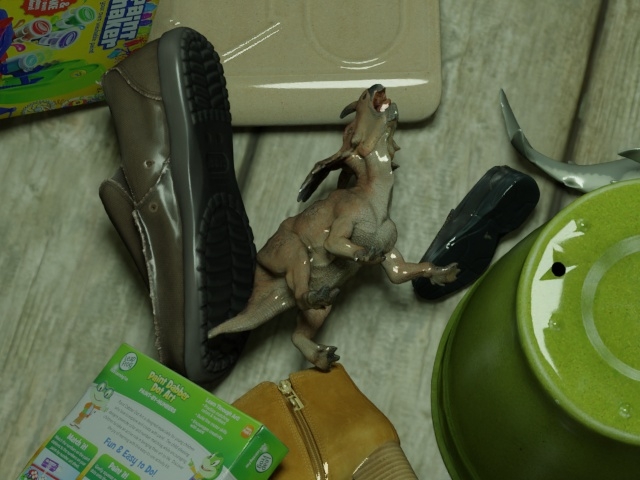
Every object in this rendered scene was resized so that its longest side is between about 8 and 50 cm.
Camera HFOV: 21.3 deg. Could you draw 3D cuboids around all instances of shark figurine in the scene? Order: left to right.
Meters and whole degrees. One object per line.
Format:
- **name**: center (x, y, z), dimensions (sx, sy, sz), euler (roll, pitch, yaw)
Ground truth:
- **shark figurine**: center (0.330, -0.092, 1.797), dimensions (0.278, 0.166, 0.116), euler (1, 45, 21)

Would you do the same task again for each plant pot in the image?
- **plant pot**: center (0.290, 0.106, 1.583), dimensions (0.366, 0.353, 0.366), euler (-1, 72, 2)

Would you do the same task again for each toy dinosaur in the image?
- **toy dinosaur**: center (0.000, 0.000, 1.736), dimensions (0.296, 0.127, 0.200), euler (-38, 50, -2)

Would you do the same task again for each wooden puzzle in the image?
- **wooden puzzle**: center (-0.032, -0.291, 1.874), dimensions (0.322, 0.080, 0.347), euler (-1, 77, 2)

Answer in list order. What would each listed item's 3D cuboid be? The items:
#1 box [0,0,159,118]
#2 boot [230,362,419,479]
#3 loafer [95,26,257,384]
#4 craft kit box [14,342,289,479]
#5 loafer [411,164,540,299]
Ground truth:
- **box**: center (-0.324, -0.268, 1.723), dimensions (0.279, 0.290, 0.177), euler (-13, 68, -21)
- **boot**: center (-0.057, 0.251, 1.662), dimensions (0.295, 0.104, 0.211), euler (-28, 50, -15)
- **loafer**: center (-0.154, -0.031, 1.763), dimensions (0.130, 0.134, 0.366), euler (-9, 81, 25)
- **craft kit box**: center (-0.188, 0.242, 1.646), dimensions (0.250, 0.061, 0.246), euler (24, 74, 48)
- **loafer**: center (0.155, -0.009, 1.789), dimensions (0.170, 0.062, 0.061), euler (-44, 37, -4)
